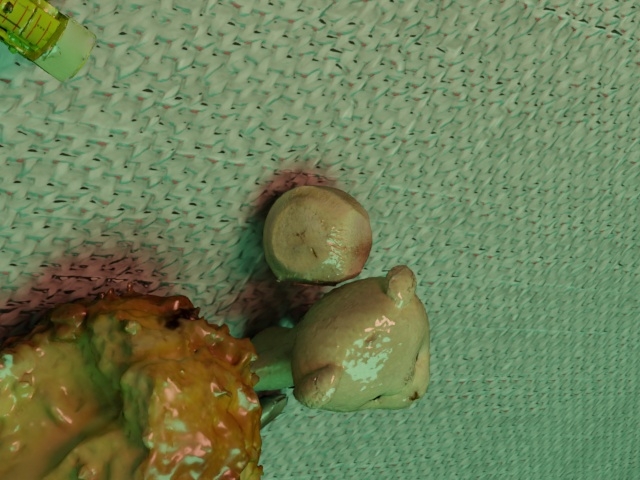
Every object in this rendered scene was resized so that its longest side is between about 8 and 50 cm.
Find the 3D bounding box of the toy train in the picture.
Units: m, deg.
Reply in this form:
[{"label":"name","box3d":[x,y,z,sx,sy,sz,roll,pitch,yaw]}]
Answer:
[{"label":"toy train","box3d":[-0.258,-0.190,0.774,0.053,0.085,0.249,-57,142,-2]}]

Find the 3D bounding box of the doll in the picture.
[{"label":"doll","box3d":[0.020,0.118,1.210,0.149,0.278,0.175,39,76,-15]}]

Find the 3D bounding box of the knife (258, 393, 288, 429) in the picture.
[{"label":"knife","box3d":[-0.183,0.301,1.395,0.365,0.043,0.089,-41,176,0]}]

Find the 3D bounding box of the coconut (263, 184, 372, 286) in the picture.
[{"label":"coconut","box3d":[0.000,0.000,1.163,0.110,0.110,0.124,-47,164,12]}]

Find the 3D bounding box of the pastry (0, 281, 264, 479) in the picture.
[{"label":"pastry","box3d":[-0.225,0.233,1.093,0.405,0.292,0.337,-44,154,-10]}]
